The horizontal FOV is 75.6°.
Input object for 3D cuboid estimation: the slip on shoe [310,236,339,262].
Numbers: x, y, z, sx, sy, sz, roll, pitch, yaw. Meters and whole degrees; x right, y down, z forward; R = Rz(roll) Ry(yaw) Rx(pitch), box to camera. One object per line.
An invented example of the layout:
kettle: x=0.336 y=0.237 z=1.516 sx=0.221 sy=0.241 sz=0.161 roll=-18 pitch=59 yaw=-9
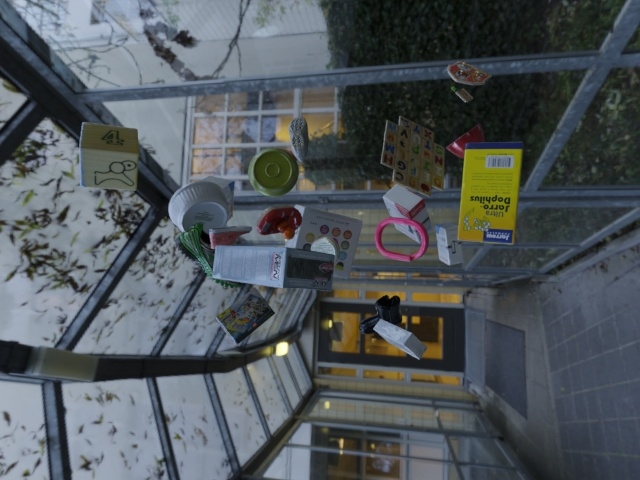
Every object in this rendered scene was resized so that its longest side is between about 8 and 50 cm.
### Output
slip on shoe: x=0.030 y=0.046 z=1.712 sx=0.101 sy=0.123 sz=0.331 roll=-47 pitch=-9 yaw=-16

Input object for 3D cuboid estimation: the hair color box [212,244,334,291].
hair color box: x=-0.154 y=0.081 z=1.262 sx=0.185 sy=0.374 sz=0.114 roll=10 pitch=-96 yaw=-43

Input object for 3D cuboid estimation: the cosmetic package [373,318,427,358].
cosmetic package: x=0.310 y=0.383 z=1.629 sx=0.060 sy=0.099 sz=0.239 roll=-52 pitch=18 yaw=-11

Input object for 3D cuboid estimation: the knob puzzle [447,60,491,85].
knob puzzle: x=0.663 y=-0.759 z=1.867 sx=0.030 sy=0.213 sz=0.213 roll=103 pitch=178 yaw=-49

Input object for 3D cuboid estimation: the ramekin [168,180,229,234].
ramekin: x=-0.543 y=-0.126 z=1.886 sx=0.127 sy=0.272 sz=0.273 roll=53 pitch=162 yaw=40

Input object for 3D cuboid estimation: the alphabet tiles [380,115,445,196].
alphabet tiles: x=0.373 y=-0.339 z=1.636 sx=0.011 sy=0.285 sz=0.343 roll=-44 pitch=30 yaw=55

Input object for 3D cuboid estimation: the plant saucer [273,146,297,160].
plant saucer: x=-0.263 y=-0.448 z=2.582 sx=0.047 sy=0.258 sz=0.259 roll=8 pitch=-78 yaw=-44

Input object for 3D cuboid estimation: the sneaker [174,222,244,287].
sneaker: x=-0.436 y=0.069 z=1.736 sx=0.343 sy=0.146 sz=0.134 roll=43 pitch=-168 yaw=-20

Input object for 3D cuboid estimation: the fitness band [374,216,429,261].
fitness band: x=0.402 y=-0.008 z=2.058 sx=0.054 sy=0.290 sz=0.209 roll=-5 pitch=-78 yaw=-48

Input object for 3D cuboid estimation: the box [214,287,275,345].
box: x=-0.348 y=0.350 z=1.919 sx=0.233 sy=0.159 sz=0.044 roll=-37 pitch=-1 yaw=-32

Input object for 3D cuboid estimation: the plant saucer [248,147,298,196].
plant saucer: x=-0.222 y=-0.326 z=1.939 sx=0.037 sy=0.241 sz=0.241 roll=103 pitch=170 yaw=-82

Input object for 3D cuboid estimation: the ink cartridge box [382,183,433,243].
ink cartridge box: x=0.464 y=-0.139 z=2.175 sx=0.114 sy=0.197 sz=0.273 roll=-43 pitch=-44 yaw=-8

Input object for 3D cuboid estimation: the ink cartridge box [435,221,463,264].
ink cartridge box: x=0.697 y=0.016 z=2.235 sx=0.148 sy=0.085 sz=0.203 roll=-116 pitch=15 yaw=-77

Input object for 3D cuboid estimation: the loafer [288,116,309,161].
loafer: x=-0.119 y=-0.569 z=2.302 sx=0.111 sy=0.112 sz=0.319 roll=80 pitch=-171 yaw=-50

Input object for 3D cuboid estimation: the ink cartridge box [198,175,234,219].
ink cartridge box: x=-0.605 y=-0.225 z=2.363 sx=0.171 sy=0.168 sz=0.233 roll=-61 pitch=-19 yaw=-63

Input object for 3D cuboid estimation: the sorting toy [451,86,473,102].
sorting toy: x=0.523 y=-0.544 z=1.529 sx=0.062 sy=0.083 sz=0.012 roll=-35 pitch=-12 yaw=-39

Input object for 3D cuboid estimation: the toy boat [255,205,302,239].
toy boat: x=-0.170 y=-0.066 z=1.874 sx=0.231 sy=0.151 sz=0.151 roll=-12 pitch=-34 yaw=-50

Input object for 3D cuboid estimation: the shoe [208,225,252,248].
shoe: x=-0.356 y=-0.013 z=1.649 sx=0.063 sy=0.178 sz=0.081 roll=12 pitch=107 yaw=57

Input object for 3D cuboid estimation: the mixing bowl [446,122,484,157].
mixing bowl: x=0.674 y=-0.438 z=1.877 sx=0.098 sy=0.181 sz=0.181 roll=55 pitch=-167 yaw=-1

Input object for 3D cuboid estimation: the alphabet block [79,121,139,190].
alphabet block: x=-0.820 y=-0.325 z=1.607 sx=0.192 sy=0.197 sz=0.193 roll=-65 pitch=35 yaw=37

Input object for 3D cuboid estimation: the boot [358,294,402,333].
boot: x=0.302 y=0.379 z=2.141 sx=0.094 sy=0.246 sz=0.207 roll=-101 pitch=-7 yaw=-45

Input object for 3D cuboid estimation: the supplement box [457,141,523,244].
supplement box: x=0.631 y=-0.168 z=1.536 sx=0.194 sy=0.195 sz=0.357 roll=3 pitch=-88 yaw=-66

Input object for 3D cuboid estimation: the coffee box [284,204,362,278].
coffee box: x=0.000 y=0.000 z=2.333 sx=0.338 sy=0.337 sz=0.334 roll=-150 pitch=73 yaw=-75
